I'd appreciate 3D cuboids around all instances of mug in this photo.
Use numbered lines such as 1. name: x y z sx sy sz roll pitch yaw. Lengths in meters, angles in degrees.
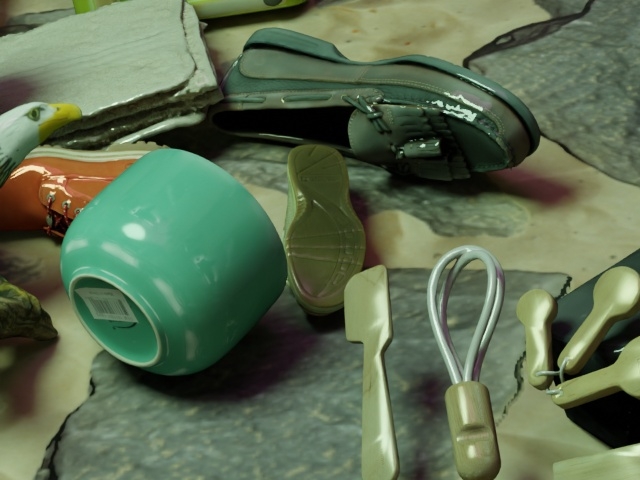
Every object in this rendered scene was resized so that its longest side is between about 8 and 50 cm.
1. mug: -0.103 0.029 1.163 0.129 0.158 0.097 36 54 11

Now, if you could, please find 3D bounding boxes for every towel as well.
1. towel: -0.217 -0.109 1.385 0.282 0.049 0.187 -15 31 -2

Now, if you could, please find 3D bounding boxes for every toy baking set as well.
1. toy baking set: 0.097 0.100 1.024 0.256 0.030 0.197 10 73 42

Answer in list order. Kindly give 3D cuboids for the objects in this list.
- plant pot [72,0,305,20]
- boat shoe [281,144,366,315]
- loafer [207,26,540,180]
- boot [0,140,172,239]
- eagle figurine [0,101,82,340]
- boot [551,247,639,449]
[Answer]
1. plant pot: -0.121 -0.304 1.502 0.228 0.227 0.207 -8 44 -1
2. boat shoe: -0.002 0.000 1.243 0.056 0.048 0.153 0 44 -9
3. loafer: 0.032 -0.082 1.308 0.267 0.096 0.084 18 58 40
4. boot: -0.176 -0.023 1.283 0.158 0.059 0.085 -7 43 -2
5. eagle figurine: -0.266 -0.064 1.180 0.225 0.226 0.298 -21 78 -39
6. boot: 0.388 0.002 1.018 0.445 0.146 0.367 -31 21 -23
